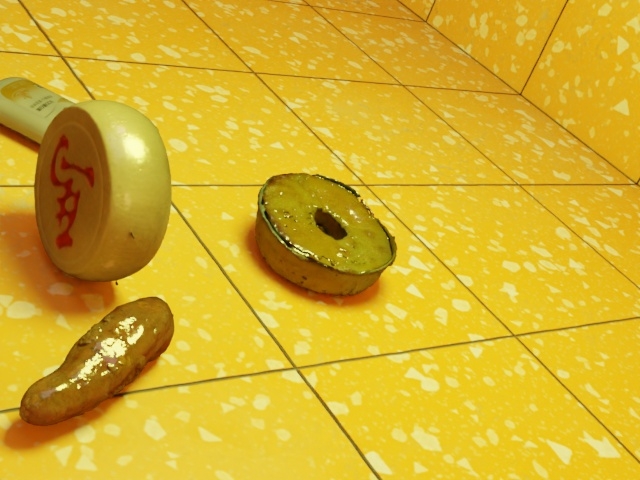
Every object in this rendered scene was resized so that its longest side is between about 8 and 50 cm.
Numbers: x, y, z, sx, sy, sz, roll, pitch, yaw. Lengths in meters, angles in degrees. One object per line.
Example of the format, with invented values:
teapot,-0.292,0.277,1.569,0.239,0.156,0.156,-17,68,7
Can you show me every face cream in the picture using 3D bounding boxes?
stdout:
face cream,-0.462,-0.204,1.778,0.291,0.071,0.144,28,29,9

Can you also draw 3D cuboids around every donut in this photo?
donut,0.000,0.000,1.740,0.272,0.107,0.272,16,35,-11

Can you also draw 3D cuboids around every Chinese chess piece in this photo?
Chinese chess piece,-0.324,-0.072,1.446,0.102,0.273,0.273,-2,37,-42

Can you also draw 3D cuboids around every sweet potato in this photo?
sweet potato,-0.267,0.142,1.303,0.106,0.095,0.354,-13,16,21
